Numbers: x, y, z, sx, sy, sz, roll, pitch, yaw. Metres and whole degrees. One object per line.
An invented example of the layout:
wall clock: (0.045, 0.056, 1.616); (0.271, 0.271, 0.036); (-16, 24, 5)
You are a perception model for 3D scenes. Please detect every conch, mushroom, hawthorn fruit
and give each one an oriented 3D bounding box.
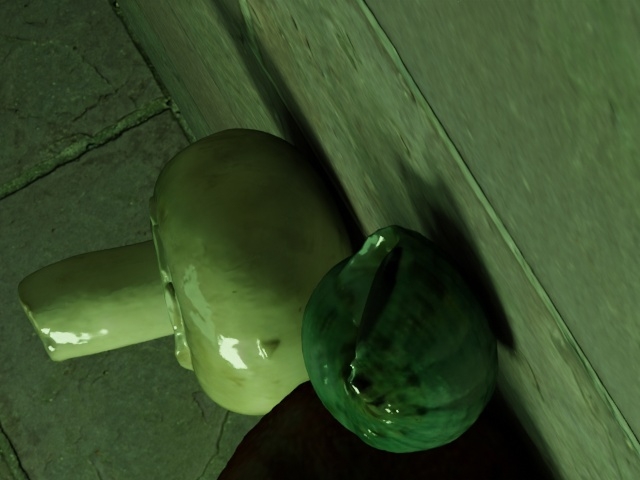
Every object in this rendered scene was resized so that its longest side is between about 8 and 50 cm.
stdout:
conch: (0.056, 0.065, 1.243); (0.188, 0.122, 0.176); (-136, 38, -68)
mushroom: (-0.128, 0.050, 1.792); (0.314, 0.336, 0.314); (-17, -90, -86)
hawthorn fruit: (0.043, 0.248, 1.504); (0.285, 0.285, 0.369); (61, 178, -1)
